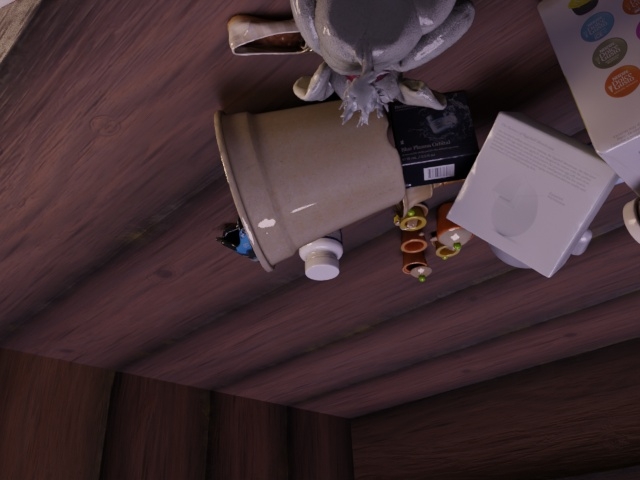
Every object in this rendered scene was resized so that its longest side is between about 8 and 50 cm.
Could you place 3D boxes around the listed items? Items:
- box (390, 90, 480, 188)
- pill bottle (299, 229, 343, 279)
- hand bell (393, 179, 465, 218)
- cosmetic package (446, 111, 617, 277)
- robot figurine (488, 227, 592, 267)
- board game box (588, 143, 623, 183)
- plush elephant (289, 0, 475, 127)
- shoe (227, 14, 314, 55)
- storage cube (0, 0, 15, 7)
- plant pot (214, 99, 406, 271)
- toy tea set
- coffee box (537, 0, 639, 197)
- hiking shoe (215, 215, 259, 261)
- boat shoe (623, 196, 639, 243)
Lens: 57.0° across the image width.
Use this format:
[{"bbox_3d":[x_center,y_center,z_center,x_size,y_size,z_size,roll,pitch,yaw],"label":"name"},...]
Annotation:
[{"bbox_3d":[0.228,-0.202,1.195,0.156,0.158,0.093,-8,152,7],"label":"box"},{"bbox_3d":[0.000,0.000,1.491,0.112,0.186,0.112,-2,150,-1],"label":"pill bottle"},{"bbox_3d":[0.290,-0.141,1.387,0.242,0.126,0.126,-14,150,-4],"label":"hand bell"},{"bbox_3d":[0.399,-0.093,1.101,0.138,0.224,0.224,-19,138,-54],"label":"cosmetic package"},{"bbox_3d":[0.488,-0.053,1.402,0.300,0.199,0.353,23,173,23],"label":"robot figurine"},{"bbox_3d":[0.648,-0.171,1.408,0.212,0.039,0.160,-22,144,27],"label":"board game box"},{"bbox_3d":[0.082,-0.310,0.910,0.272,0.329,0.255,12,178,0],"label":"plush elephant"},{"bbox_3d":[-0.051,-0.347,1.021,0.219,0.058,0.076,-1,150,-4],"label":"shoe"},{"bbox_3d":[-0.449,-0.412,0.725,0.184,0.193,0.215,-11,150,26],"label":"storage cube"},{"bbox_3d":[-0.008,-0.140,1.171,0.306,0.333,0.333,-17,149,1],"label":"plant pot"},{"bbox_3d":[0.308,0.021,1.618,0.200,0.124,0.336,-6,149,5],"label":"toy tea set"},{"bbox_3d":[0.608,-0.278,0.930,0.338,0.334,0.338,-29,143,35],"label":"coffee box"},{"bbox_3d":[-0.142,-0.031,1.497,0.132,0.113,0.304,17,144,-32],"label":"hiking shoe"},{"bbox_3d":[0.639,-0.025,0.928,0.325,0.116,0.096,11,150,-16],"label":"boat shoe"}]
